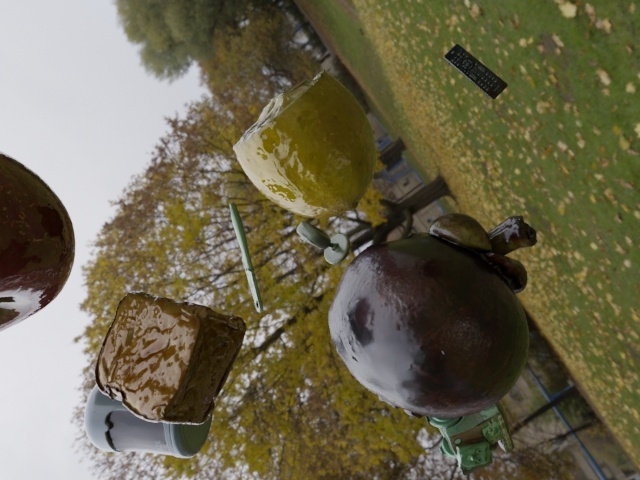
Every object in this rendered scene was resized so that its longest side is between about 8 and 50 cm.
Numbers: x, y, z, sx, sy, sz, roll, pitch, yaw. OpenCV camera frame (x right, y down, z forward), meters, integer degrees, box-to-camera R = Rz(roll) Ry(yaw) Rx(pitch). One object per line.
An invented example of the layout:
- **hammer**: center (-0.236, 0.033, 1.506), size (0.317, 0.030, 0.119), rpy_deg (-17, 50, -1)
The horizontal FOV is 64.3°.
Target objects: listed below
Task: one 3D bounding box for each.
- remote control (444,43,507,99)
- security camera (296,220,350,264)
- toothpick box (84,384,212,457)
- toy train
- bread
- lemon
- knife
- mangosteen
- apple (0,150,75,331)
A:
- **remote control**: center (0.207, -0.225, 0.686), size (0.091, 0.034, 0.016), rpy_deg (45, 175, 10)
- **security camera**: center (0.000, 0.000, 0.817), size (0.092, 0.058, 0.058), rpy_deg (27, -152, -40)
- **toothpick box**: center (-0.517, 0.494, 1.502), size (0.263, 0.354, 0.263), rpy_deg (-2, -90, -79)
- **toy train**: center (0.292, 0.348, 1.125), size (0.326, 0.159, 0.129), rpy_deg (-112, 1, -68)
- **bread**: center (-0.198, 0.158, 0.690), size (0.143, 0.158, 0.149), rpy_deg (13, 169, 26)
- **lemon**: center (-0.017, -0.216, 1.290), size (0.364, 0.364, 0.364), rpy_deg (47, -164, -17)
- **knife**: center (-0.168, 0.045, 1.162), size (0.043, 0.019, 0.293), rpy_deg (26, 135, 52)
- **mangosteen**: center (0.157, 0.104, 0.744), size (0.297, 0.297, 0.293), rpy_deg (-15, -72, -74)
- **apple**: center (-0.538, -0.001, 0.720), size (0.269, 0.344, 0.345), rpy_deg (56, -165, 8)
